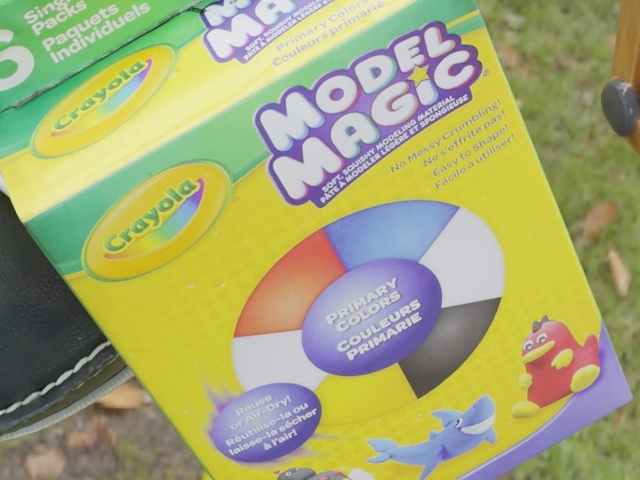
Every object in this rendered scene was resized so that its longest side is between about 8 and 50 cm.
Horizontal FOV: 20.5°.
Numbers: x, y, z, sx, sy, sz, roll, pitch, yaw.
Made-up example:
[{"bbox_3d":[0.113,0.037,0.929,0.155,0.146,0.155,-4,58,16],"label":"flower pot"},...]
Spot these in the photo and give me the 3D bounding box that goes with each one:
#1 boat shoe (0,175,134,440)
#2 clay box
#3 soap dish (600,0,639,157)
[{"bbox_3d":[-0.054,-0.041,0.564,0.114,0.302,0.091,38,16,-1],"label":"boat shoe"},{"bbox_3d":[0.000,0.000,0.501,0.127,0.222,0.053,-30,46,0],"label":"clay box"},{"bbox_3d":[0.201,-0.099,0.608,0.118,0.291,0.229,-13,43,-17],"label":"soap dish"}]
